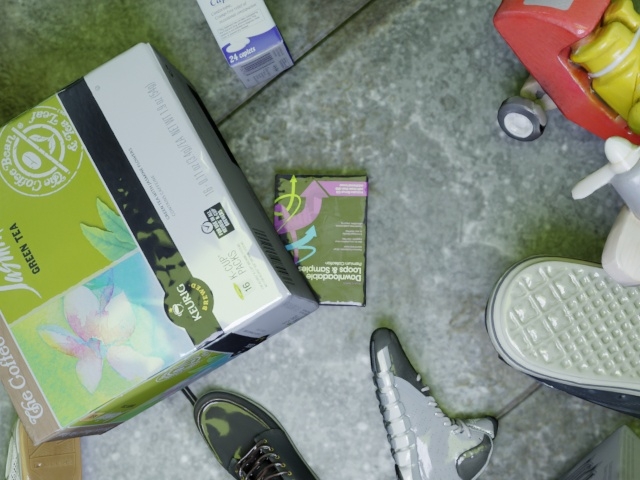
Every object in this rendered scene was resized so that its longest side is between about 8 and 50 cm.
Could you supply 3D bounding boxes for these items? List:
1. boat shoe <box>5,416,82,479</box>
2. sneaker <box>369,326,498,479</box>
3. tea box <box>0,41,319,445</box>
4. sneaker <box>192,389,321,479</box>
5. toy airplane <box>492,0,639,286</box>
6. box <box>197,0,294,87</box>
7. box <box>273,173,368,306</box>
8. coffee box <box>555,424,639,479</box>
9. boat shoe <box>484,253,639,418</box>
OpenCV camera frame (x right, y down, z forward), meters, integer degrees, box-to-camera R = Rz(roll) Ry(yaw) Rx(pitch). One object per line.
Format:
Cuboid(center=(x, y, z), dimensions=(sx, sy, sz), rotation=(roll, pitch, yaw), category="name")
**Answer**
Cuboid(center=(-0.331, 0.334, 1.393), dimensions=(0.098, 0.096, 0.277), rotation=(6, 74, -31), category="boat shoe")
Cuboid(center=(0.139, 0.203, 1.382), dimensions=(0.132, 0.086, 0.229), rotation=(-13, 94, -2), category="sneaker")
Cuboid(center=(-0.229, 0.011, 1.336), dimensions=(0.323, 0.220, 0.329), rotation=(-31, 80, 4), category="tea box")
Cuboid(center=(-0.067, 0.260, 1.365), dimensions=(0.222, 0.118, 0.083), rotation=(43, 89, 6), category="sneaker")
Cuboid(center=(0.417, -0.152, 1.289), dimensions=(0.384, 0.272, 0.386), rotation=(-8, 65, -19), category="toy airplane")
Cuboid(center=(-0.097, -0.270, 1.411), dimensions=(0.072, 0.126, 0.137), rotation=(-27, 84, 2), category="box")
Cuboid(center=(0.000, 0.000, 1.429), dimensions=(0.116, 0.029, 0.162), rotation=(0, 86, 4), category="box")
Cuboid(center=(0.295, 0.452, 1.173), dimensions=(0.334, 0.337, 0.338), rotation=(47, 107, 6), category="coffee box")
Cuboid(center=(0.416, 0.132, 1.333), dimensions=(0.500, 0.156, 0.187), rotation=(15, 83, -7), category="boat shoe")
